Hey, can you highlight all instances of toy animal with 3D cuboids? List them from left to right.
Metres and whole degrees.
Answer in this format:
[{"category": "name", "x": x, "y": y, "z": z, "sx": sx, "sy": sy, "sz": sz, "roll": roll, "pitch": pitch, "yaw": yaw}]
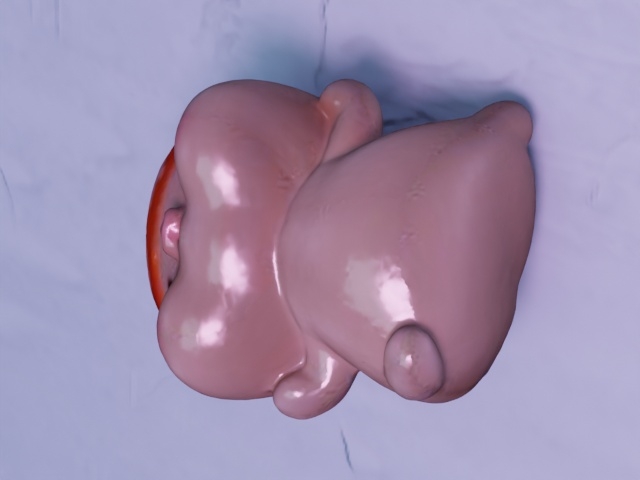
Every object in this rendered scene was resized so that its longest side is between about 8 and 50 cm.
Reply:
[{"category": "toy animal", "x": 0.000, "y": 0.000, "z": 0.725, "sx": 0.198, "sy": 0.171, "sz": 0.171, "roll": 4, "pitch": 114, "yaw": 35}]
